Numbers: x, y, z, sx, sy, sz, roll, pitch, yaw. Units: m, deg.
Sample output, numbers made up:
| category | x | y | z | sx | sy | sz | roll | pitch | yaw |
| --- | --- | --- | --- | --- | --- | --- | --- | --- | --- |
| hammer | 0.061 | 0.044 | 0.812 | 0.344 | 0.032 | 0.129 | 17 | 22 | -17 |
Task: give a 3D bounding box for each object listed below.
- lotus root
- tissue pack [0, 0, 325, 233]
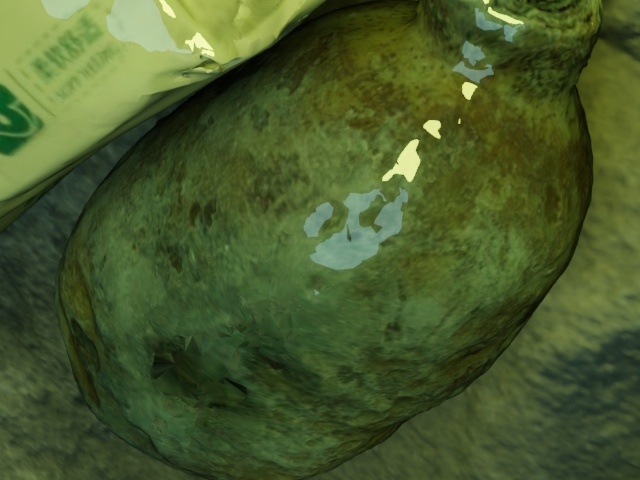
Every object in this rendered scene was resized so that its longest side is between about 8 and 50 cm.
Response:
| category | x | y | z | sx | sy | sz | roll | pitch | yaw |
| --- | --- | --- | --- | --- | --- | --- | --- | --- | --- |
| lotus root | 0.000 | 0.002 | 0.674 | 0.175 | 0.175 | 0.349 | 43 | 141 | -6 |
| tissue pack | -0.172 | -0.142 | 0.615 | 0.297 | 0.207 | 0.380 | 51 | 139 | -6 |
